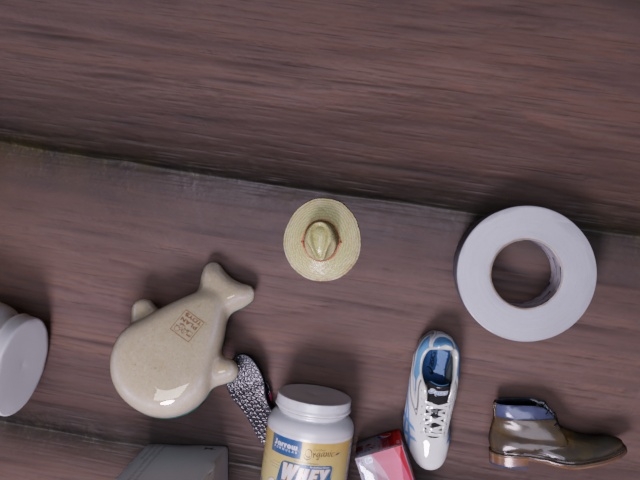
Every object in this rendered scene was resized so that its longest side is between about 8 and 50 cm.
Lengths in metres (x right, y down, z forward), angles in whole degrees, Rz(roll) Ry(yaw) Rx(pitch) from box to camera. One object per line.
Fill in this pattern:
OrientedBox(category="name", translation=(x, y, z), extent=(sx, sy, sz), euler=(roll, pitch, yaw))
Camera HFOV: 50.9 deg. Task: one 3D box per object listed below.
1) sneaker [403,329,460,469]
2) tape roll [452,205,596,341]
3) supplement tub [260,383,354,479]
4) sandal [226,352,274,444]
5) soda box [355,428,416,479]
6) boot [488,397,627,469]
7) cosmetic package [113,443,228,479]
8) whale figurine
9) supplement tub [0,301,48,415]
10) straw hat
OrientedBox(category="sneaker", translation=(0.185, 0.269, 1.118), extent=(0.085, 0.086, 0.237), euler=(4, 94, 3))
OrientedBox(category="tape roll", translation=(0.330, 0.052, 1.104), extent=(0.219, 0.072, 0.219), euler=(0, 91, 5))
OrientedBox(category="supplement tub", translation=(-0.022, 0.350, 1.108), extent=(0.145, 0.144, 0.199), euler=(7, 93, 5))
OrientedBox(category="sandal", translation=(-0.113, 0.274, 1.171), extent=(0.067, 0.040, 0.179), euler=(-19, 105, 11))
OrientedBox(category="soda box", translation=(0.136, 0.461, 1.125), extent=(0.084, 0.092, 0.263), euler=(-18, 90, 4))
OrientedBox(category="boot", translation=(0.386, 0.311, 1.104), extent=(0.219, 0.082, 0.106), euler=(-6, 94, 7))
OrientedBox(category="cosmetic package", translation=(-0.243, 0.553, 1.101), extent=(0.156, 0.217, 0.384), euler=(-1, 90, 5))
OrientedBox(category="whale figurine", translation=(-0.226, 0.172, 1.142), extent=(0.216, 0.141, 0.272), euler=(32, 70, 10))
OrientedBox(category="supplement tub", translation=(-0.627, 0.182, 1.130), extent=(0.272, 0.191, 0.191), euler=(12, 93, 5))
OrientedBox(category="straw hat", translation=(0.000, 0.000, 1.135), extent=(0.145, 0.061, 0.144), euler=(0, 92, 4))
